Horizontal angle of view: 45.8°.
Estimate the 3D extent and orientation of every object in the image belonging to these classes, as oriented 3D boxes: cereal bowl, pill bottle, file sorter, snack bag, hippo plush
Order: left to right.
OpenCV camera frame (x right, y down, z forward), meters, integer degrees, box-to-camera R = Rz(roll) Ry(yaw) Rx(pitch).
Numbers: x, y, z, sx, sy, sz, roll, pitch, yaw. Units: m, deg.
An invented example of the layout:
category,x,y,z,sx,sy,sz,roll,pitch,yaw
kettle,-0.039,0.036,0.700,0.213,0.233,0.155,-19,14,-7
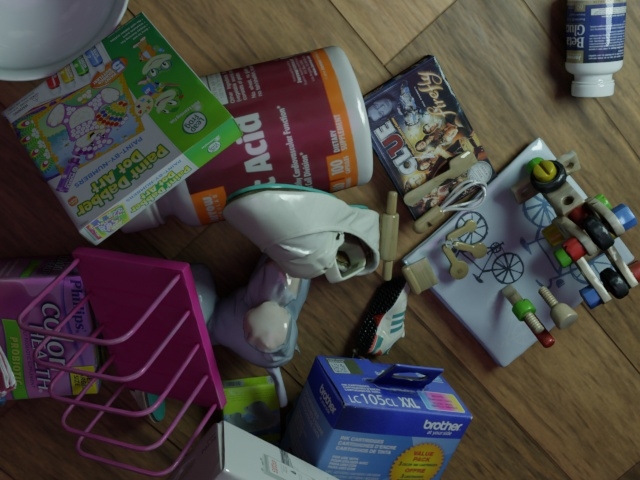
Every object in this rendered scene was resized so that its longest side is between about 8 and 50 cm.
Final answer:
category,x,y,z,sx,sy,sz,roll,pitch,yaw
cereal bowl,-0.445,-0.401,1.075,0.339,0.141,0.338,-6,110,-17
file sorter,-0.296,0.188,1.142,0.202,0.182,0.290,7,127,22
hippo plush,-0.149,0.104,1.285,0.237,0.234,0.294,10,148,6
pill bottle,-0.134,-0.148,1.168,0.392,0.224,0.224,-15,108,-4
snack bag,0.370,0.036,1.403,0.342,0.037,0.323,-43,108,5
pill bottle,0.461,-0.331,1.275,0.094,0.094,0.169,-6,107,-7

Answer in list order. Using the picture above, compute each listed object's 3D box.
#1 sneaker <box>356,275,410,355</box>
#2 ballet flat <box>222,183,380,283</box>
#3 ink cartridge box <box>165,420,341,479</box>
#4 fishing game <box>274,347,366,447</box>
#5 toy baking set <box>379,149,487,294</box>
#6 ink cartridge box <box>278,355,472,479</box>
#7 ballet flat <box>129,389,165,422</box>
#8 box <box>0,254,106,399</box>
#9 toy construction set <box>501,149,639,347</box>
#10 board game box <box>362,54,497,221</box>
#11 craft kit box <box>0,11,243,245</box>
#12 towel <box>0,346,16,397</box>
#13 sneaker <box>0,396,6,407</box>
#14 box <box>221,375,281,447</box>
category,x,y,z,sx,sy,sz,roll,pitch,yaw
sneaker,0.130,0.141,1.396,0.075,0.057,0.161,22,97,-39
ballet flat,0.000,0.000,1.162,0.139,0.400,0.139,-2,85,26
ink cartridge box,-0.098,0.440,1.184,0.283,0.117,0.207,33,107,-21
fishing game,0.026,0.341,1.422,0.264,0.041,0.189,-42,117,-3
toy baking set,0.197,-0.030,1.318,0.197,0.030,0.256,-7,111,-12
ink cartridge box,0.082,0.363,1.347,0.270,0.151,0.395,11,111,-27
ballet flat,-0.322,0.248,1.359,0.052,0.057,0.168,-4,106,21
box,-0.495,0.144,1.258,0.243,0.117,0.213,-3,107,-8
toy construction set,0.415,-0.003,1.308,0.258,0.237,0.308,12,125,-42
board game box,0.178,-0.170,1.306,0.165,0.042,0.243,-32,109,2
craft kit box,-0.275,-0.159,1.039,0.250,0.061,0.246,-38,68,-5
towel,-0.578,0.209,1.160,0.197,0.029,0.144,-29,83,1
sneaker,-0.560,0.274,1.206,0.135,0.052,0.058,-15,119,4
box,-0.130,0.344,1.415,0.109,0.042,0.178,-4,107,-10
